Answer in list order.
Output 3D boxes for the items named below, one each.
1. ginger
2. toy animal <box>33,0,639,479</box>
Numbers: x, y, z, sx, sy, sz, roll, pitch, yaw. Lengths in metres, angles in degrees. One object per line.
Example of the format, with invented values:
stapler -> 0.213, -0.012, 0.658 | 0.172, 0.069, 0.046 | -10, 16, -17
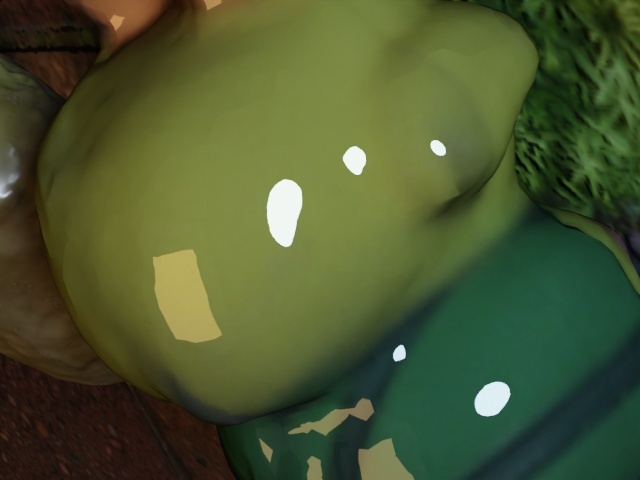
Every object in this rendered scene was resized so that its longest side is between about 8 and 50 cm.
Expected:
ginger -> -0.131, -0.011, 0.935 | 0.267, 0.152, 0.138 | 23, -170, -38
toy animal -> -0.001, 0.003, 0.742 | 0.338, 0.191, 0.216 | 58, 151, -12
